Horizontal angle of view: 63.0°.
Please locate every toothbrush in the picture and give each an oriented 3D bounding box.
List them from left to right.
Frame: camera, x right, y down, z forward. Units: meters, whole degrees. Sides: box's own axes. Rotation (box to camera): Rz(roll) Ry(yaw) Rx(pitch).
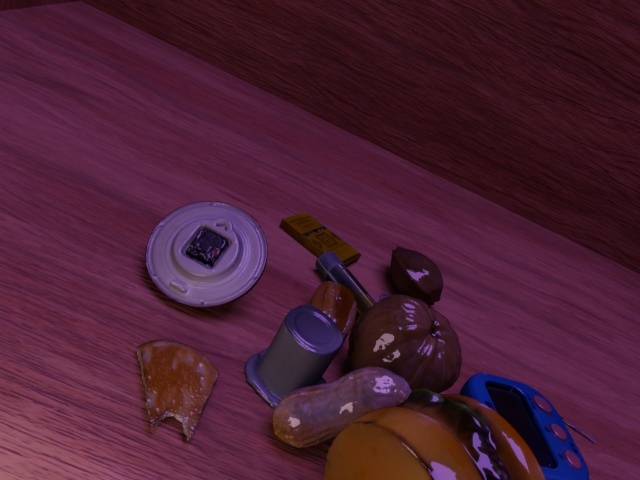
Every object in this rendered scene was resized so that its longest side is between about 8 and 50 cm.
[{"bbox_3d":[0.801,0.590,1.635,0.131,0.013,0.011,36,34,10],"label":"toothbrush"}]

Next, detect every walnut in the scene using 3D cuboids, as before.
[{"bbox_3d":[0.213,0.290,1.350,0.296,0.285,0.285,27,27,-19],"label":"walnut"}]

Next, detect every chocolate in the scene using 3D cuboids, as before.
[{"bbox_3d":[0.044,0.353,1.122,0.309,0.134,0.134,-15,34,4],"label":"chocolate"}]

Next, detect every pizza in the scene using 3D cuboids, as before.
[{"bbox_3d":[-0.300,0.313,1.110,0.181,0.034,0.262,12,32,-26],"label":"pizza"}]

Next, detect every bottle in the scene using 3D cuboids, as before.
[{"bbox_3d":[0.087,0.152,1.661,0.082,0.082,0.286,0,39,-41],"label":"bottle"}]

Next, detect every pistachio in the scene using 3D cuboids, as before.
[{"bbox_3d":[0.325,0.112,1.855,0.212,0.163,0.260,48,6,-45],"label":"pistachio"}]

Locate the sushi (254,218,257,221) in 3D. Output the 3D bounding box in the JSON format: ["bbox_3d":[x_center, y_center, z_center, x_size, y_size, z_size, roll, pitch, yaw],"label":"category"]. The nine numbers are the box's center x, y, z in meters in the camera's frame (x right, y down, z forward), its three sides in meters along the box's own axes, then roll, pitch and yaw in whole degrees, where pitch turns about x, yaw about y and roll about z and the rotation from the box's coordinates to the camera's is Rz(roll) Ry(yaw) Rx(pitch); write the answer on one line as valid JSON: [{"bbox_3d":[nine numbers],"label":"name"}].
[{"bbox_3d":[-0.244,0.004,1.544,0.172,0.150,0.153,25,29,-6],"label":"sushi"}]

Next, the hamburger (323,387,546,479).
[{"bbox_3d":[0.210,0.468,0.948,0.278,0.395,0.395,-1,39,-34],"label":"hamburger"}]

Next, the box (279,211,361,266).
[{"bbox_3d":[-0.001,-0.001,1.883,0.279,0.041,0.153,38,28,18],"label":"box"}]

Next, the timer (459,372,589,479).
[{"bbox_3d":[0.536,0.522,1.409,0.309,0.115,0.340,19,30,-18],"label":"timer"}]

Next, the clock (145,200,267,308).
[{"bbox_3d":[-0.298,0.029,1.380,0.319,0.080,0.318,2,61,-3],"label":"clock"}]

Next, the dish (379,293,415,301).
[{"bbox_3d":[0.280,0.235,1.616,0.229,0.081,0.229,44,14,-14],"label":"dish"}]

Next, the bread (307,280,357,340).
[{"bbox_3d":[0.030,0.209,1.495,0.140,0.106,0.236,27,29,-5],"label":"bread"}]

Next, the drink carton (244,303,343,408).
[{"bbox_3d":[-0.049,0.277,1.238,0.185,0.189,0.191,46,33,20],"label":"drink carton"}]
